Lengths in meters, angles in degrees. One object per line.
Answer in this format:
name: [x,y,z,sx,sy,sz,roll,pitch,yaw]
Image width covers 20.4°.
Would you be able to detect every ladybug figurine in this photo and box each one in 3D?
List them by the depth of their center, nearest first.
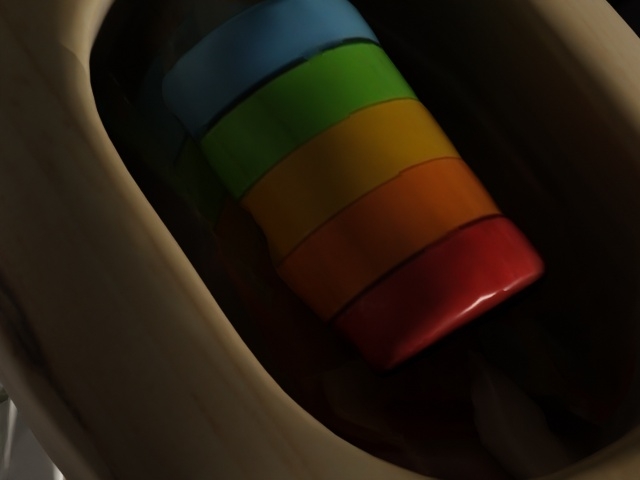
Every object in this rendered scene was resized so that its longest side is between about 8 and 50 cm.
ladybug figurine: [0.000,0.000,0.710,0.305,0.162,0.449,-23,69,-27]

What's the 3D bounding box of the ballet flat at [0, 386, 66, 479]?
ballet flat: [-0.270,0.111,1.585,0.139,0.139,0.400,5,86,-41]
